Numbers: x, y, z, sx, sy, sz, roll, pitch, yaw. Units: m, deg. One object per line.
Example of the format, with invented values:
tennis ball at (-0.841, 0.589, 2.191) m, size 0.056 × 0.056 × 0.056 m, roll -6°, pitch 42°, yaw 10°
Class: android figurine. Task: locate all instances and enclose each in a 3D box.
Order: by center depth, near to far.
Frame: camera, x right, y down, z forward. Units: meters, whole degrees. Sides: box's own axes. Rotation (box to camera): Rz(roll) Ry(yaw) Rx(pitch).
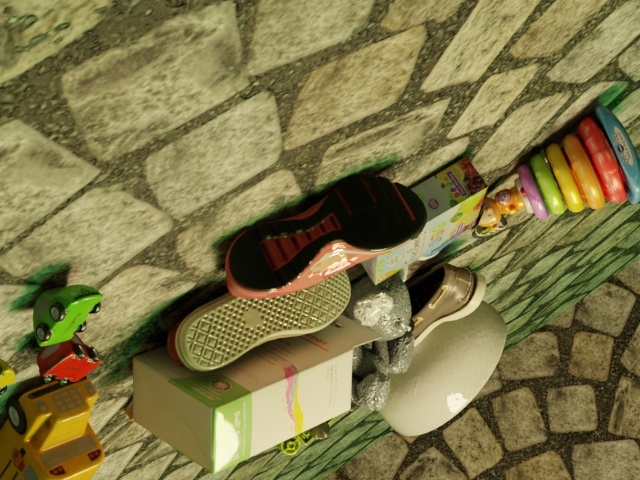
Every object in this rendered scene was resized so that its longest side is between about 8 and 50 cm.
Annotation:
android figurine at (-0.003, 0.351, 2.337) m, size 0.248 × 0.056 × 0.273 m, roll -43°, pitch -170°, yaw -12°

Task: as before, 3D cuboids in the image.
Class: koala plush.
koala plush at (0.086, 0.145, 1.962) m, size 0.196 × 0.203 × 0.221 m, roll -49°, pitch 167°, yaw -56°

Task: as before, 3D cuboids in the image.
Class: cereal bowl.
cereal bowl at (0.227, 0.240, 2.347) m, size 0.339 × 0.141 × 0.339 m, roll -42°, pitch -162°, yaw 18°

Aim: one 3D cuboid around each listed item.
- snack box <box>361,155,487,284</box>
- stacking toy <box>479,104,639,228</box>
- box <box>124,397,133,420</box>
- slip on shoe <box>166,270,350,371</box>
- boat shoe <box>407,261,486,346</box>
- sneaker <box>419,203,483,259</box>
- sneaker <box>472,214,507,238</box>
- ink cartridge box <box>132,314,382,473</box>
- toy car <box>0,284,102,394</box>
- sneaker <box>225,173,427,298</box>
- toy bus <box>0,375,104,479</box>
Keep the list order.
snack box at (0.160, -0.029, 1.785) m, size 0.207 × 0.070 × 0.174 m, roll -29°, pitch 162°, yaw -9°
stacking toy at (0.407, -0.101, 1.950) m, size 0.301 × 0.175 × 0.166 m, roll -23°, pitch 169°, yaw 10°
box at (-0.257, 0.255, 1.857) m, size 0.136 × 0.028 × 0.081 m, roll -19°, pitch 157°, yaw -45°
slip on shoe at (-0.091, 0.106, 1.658) m, size 0.331 × 0.123 × 0.101 m, roll -24°, pitch -173°, yaw -35°
boat shoe at (0.193, 0.135, 2.215) m, size 0.096 × 0.117 × 0.324 m, roll 27°, pitch 143°, yaw -23°
sneaker at (0.222, -0.026, 1.911) m, size 0.152 × 0.058 × 0.084 m, roll -29°, pitch 168°, yaw -28°
sneaker at (0.329, -0.027, 2.155) m, size 0.083 × 0.031 × 0.035 m, roll -18°, pitch 170°, yaw -30°
ink cartridge box at (-0.091, 0.214, 1.717) m, size 0.353 × 0.207 × 0.119 m, roll -18°, pitch 119°, yaw -40°
toy car at (-0.334, 0.115, 1.323) m, size 0.239 × 0.053 × 0.225 m, roll -13°, pitch 152°, yaw -50°
sneaker at (-0.001, 0.000, 1.560) m, size 0.313 × 0.116 × 0.136 m, roll -20°, pitch 168°, yaw -20°
toy bus at (-0.412, 0.326, 1.602) m, size 0.108 × 0.130 × 0.333 m, roll -17°, pitch 156°, yaw -42°
